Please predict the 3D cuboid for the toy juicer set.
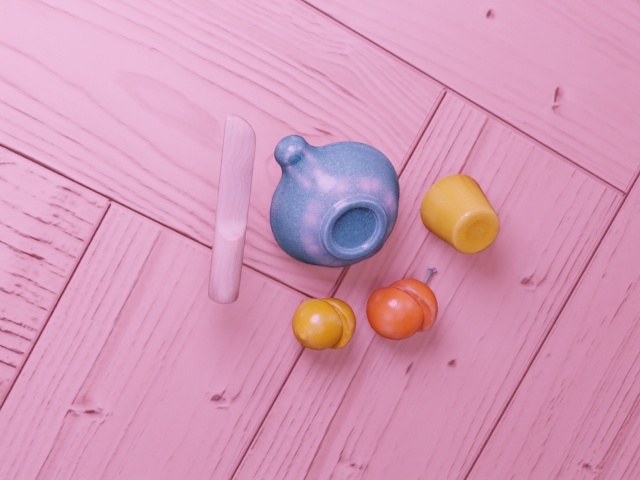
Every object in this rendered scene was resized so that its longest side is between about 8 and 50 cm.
[{"bbox_3d":[0.000,0.000,1.347,0.329,0.089,0.209,16,112,-32],"label":"toy juicer set"}]
